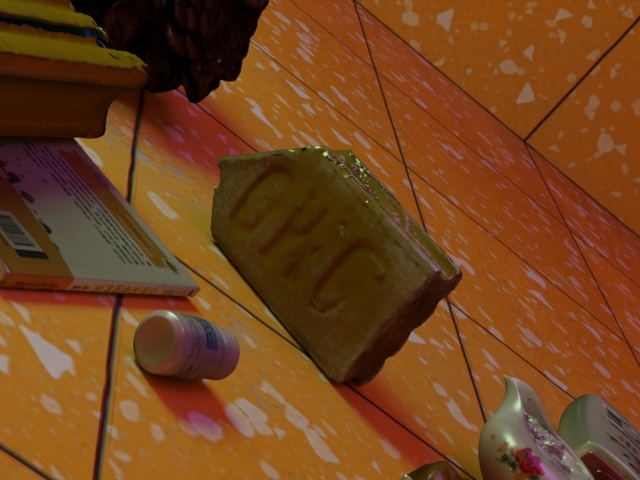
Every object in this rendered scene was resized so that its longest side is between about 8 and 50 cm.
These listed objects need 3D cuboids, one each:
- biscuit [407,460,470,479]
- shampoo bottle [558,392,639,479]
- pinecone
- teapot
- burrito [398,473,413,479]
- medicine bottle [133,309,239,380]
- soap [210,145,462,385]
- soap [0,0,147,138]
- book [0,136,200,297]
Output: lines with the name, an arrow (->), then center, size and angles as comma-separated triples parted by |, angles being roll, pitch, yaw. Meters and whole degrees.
biscuit -> 0.143, 0.303, 1.314 | 0.274, 0.091, 0.213 | 49, 26, 4
shampoo bottle -> 0.338, 0.277, 1.938 | 0.153, 0.071, 0.284 | 44, 17, -3
pinecone -> -0.177, -0.318, 1.894 | 0.242, 0.298, 0.296 | 7, 13, -30
teapot -> 0.225, 0.244, 1.695 | 0.145, 0.092, 0.226 | 14, 33, -55
burrito -> 0.141, 0.341, 1.152 | 0.392, 0.117, 0.076 | 52, -14, 15
medicine bottle -> -0.107, 0.087, 1.364 | 0.052, 0.052, 0.089 | 51, 17, 29
soap -> 0.000, 0.000, 1.672 | 0.257, 0.160, 0.080 | 48, 17, 23
soap -> -0.301, -0.183, 1.471 | 0.204, 0.096, 0.324 | 43, 14, 12
book -> -0.238, -0.033, 1.427 | 0.208, 0.020, 0.295 | 48, 16, 21
